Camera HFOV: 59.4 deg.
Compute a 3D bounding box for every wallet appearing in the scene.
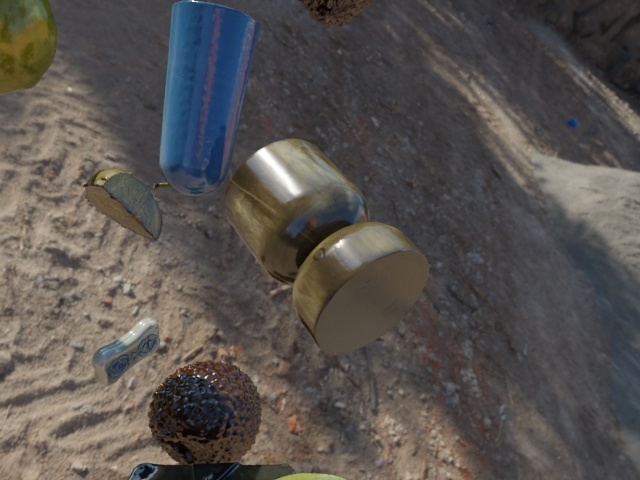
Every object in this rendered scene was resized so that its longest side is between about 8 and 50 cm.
[{"bbox_3d":[-0.226,0.519,1.082,0.197,0.377,0.051,-72,151,-52],"label":"wallet"}]

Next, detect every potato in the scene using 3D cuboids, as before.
[{"bbox_3d":[-0.381,-0.085,1.109,0.172,0.100,0.089,52,51,-43],"label":"potato"}]

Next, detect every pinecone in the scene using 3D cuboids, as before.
[{"bbox_3d":[0.015,-0.482,0.997,0.165,0.163,0.163,50,34,9],"label":"pinecone"}]

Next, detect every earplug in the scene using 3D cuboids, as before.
[{"bbox_3d":[-0.178,-0.203,0.854,0.132,0.273,0.132,10,4,-1],"label":"earplug"}]

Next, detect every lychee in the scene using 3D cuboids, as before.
[{"bbox_3d":[-0.264,0.406,1.340,0.267,0.267,0.267,26,36,-21],"label":"lychee"}]

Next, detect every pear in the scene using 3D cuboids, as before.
[{"bbox_3d":[-0.655,-0.440,1.087,0.252,0.307,0.253,-7,34,5],"label":"pear"}]

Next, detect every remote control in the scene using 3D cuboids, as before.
[{"bbox_3d":[-0.311,0.180,0.909,0.032,0.074,0.122,27,43,24],"label":"remote control"}]

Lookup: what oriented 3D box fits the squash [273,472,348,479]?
[{"bbox_3d":[-0.017,0.460,0.858,0.252,0.252,0.049,35,20,-9],"label":"squash"}]

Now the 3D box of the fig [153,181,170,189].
[{"bbox_3d":[-0.301,-0.168,1.289,0.124,0.236,0.124,37,34,-30],"label":"fig"}]

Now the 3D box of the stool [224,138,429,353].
[{"bbox_3d":[0.000,0.000,0.782,0.179,0.179,0.264,3,37,-43],"label":"stool"}]
